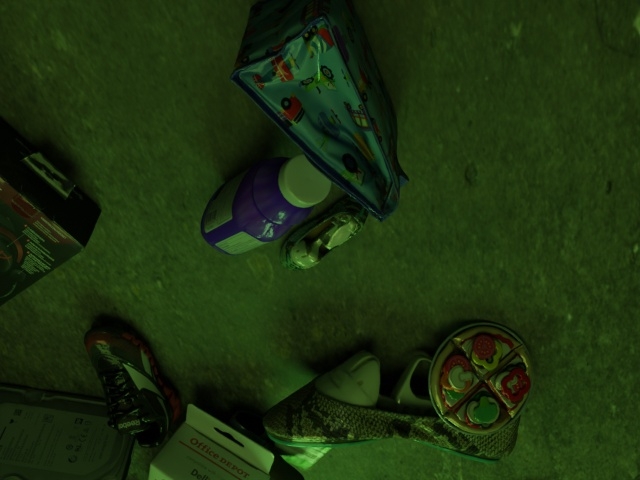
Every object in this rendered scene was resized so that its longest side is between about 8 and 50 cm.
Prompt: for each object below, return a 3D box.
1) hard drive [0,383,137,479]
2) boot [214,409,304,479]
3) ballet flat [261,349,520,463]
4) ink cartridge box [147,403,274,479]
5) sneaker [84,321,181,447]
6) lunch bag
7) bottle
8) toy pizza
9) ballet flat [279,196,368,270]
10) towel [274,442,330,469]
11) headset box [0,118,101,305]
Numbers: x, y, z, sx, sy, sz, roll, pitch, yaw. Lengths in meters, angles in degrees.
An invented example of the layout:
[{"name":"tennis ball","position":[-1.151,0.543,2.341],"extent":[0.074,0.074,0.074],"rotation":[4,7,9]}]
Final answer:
[{"name":"hard drive","position":[-0.522,0.384,1.423],"extent":[0.339,0.237,0.064],"rotation":[10,126,-4]},{"name":"boot","position":[-0.110,0.418,1.511],"extent":[0.219,0.082,0.106],"rotation":[31,127,-6]},{"name":"ballet flat","position":[0.142,0.289,1.402],"extent":[0.483,0.164,0.182],"rotation":[9,105,-11]},{"name":"ink cartridge box","position":[-0.226,0.494,1.496],"extent":[0.207,0.119,0.353],"rotation":[28,134,12]},{"name":"sneaker","position":[-0.347,0.272,1.398],"extent":[0.098,0.135,0.276],"rotation":[-14,123,14]},{"name":"lunch bag","position":[0.035,-0.180,0.996],"extent":[0.138,0.221,0.293],"rotation":[-28,120,21]},{"name":"bottle","position":[-0.079,-0.054,1.081],"extent":[0.092,0.118,0.283],"rotation":[32,157,-19]},{"name":"toy pizza","position":[0.287,0.245,1.350],"extent":[0.201,0.032,0.201],"rotation":[0,92,-14]},{"name":"ballet flat","position":[0.000,0.000,1.228],"extent":[0.070,0.070,0.188],"rotation":[35,120,-22]},{"name":"towel","position":[-0.033,0.401,1.555],"extent":[0.113,0.023,0.152],"rotation":[31,124,-17]},{"name":"headset box","position":[-0.507,-0.033,1.192],"extent":[0.293,0.110,0.218],"rotation":[-31,120,22]}]
